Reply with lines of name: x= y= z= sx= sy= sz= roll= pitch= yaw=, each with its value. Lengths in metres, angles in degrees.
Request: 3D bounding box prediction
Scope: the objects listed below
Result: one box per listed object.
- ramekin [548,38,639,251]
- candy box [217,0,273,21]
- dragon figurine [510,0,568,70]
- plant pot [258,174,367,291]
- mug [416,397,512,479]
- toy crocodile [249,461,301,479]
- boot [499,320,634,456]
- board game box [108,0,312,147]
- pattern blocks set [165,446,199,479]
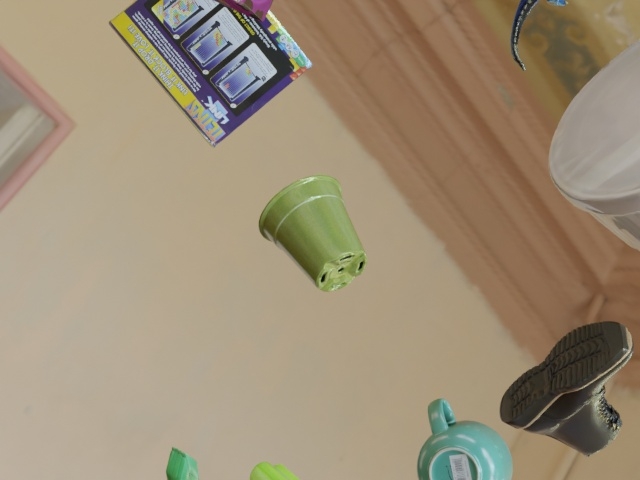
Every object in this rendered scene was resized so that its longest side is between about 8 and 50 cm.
ramekin: x=0.375 y=-0.101 z=1.094 sx=0.127 sy=0.273 sz=0.272 roll=44 pitch=-26 yaw=-23
candy box: x=-0.145 y=-0.258 z=0.858 sx=0.233 sy=0.071 sz=0.159 roll=24 pitch=7 yaw=0
dragon figurine: x=0.308 y=-0.370 z=1.388 sx=0.085 sy=0.289 sz=0.144 roll=32 pitch=-11 yaw=5
plant pot: x=0.000 y=0.000 z=0.943 sx=0.079 sy=0.083 sz=0.083 roll=58 pitch=-11 yaw=31
mug: x=0.194 y=0.322 z=1.569 sx=0.157 sy=0.130 sz=0.097 roll=33 pitch=10 yaw=19
toy crocodile: x=-0.032 y=0.337 z=0.947 sx=0.115 sy=0.105 sz=0.341 roll=35 pitch=-44 yaw=40
boot: x=0.321 y=0.175 z=1.256 sx=0.137 sy=0.077 sz=0.198 roll=27 pitch=-42 yaw=-18
board game box: x=-0.115 y=-0.207 z=1.143 sx=0.170 sy=0.141 sz=0.048 roll=51 pitch=1 yaw=-17
pattern blocks set: x=-0.193 y=0.319 z=0.884 sx=0.026 sy=0.325 sz=0.285 roll=16 pitch=-43 yaw=31
